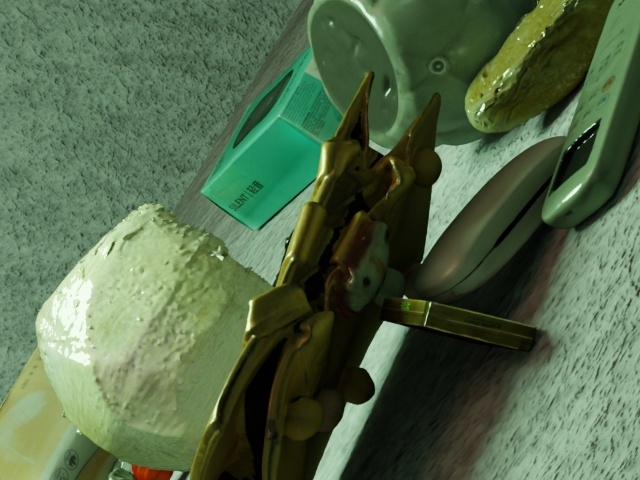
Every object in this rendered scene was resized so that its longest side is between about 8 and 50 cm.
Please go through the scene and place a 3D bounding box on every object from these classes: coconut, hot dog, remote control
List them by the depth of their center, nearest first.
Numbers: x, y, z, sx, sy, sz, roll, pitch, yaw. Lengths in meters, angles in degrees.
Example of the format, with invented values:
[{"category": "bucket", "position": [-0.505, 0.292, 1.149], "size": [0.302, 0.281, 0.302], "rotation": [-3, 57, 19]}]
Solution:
[{"category": "remote control", "position": [0.252, -0.129, 1.518], "size": [0.090, 0.038, 0.309], "rotation": [-44, 17, 49]}, {"category": "hot dog", "position": [0.234, -0.195, 1.700], "size": [0.242, 0.073, 0.084], "rotation": [-52, 14, 21]}, {"category": "coconut", "position": [-0.175, 0.127, 1.985], "size": [0.254, 0.297, 0.297], "rotation": [-50, 9, -13]}]

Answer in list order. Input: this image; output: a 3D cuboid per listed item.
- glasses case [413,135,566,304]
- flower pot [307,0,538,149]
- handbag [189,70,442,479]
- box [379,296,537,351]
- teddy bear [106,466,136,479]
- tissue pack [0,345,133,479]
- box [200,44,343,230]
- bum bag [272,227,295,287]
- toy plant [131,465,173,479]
[{"category": "glasses case", "position": [0.153, -0.018, 1.520], "size": [0.204, 0.051, 0.081], "rotation": [-47, 11, -28]}, {"category": "flower pot", "position": [0.113, -0.216, 1.862], "size": [0.195, 0.246, 0.246], "rotation": [-25, -2, -24]}, {"category": "handbag", "position": [0.001, 0.076, 1.552], "size": [0.283, 0.133, 0.401], "rotation": [94, -162, -53]}, {"category": "box", "position": [0.108, 0.067, 1.425], "size": [0.133, 0.090, 0.023], "rotation": [179, 107, -76]}, {"category": "teddy bear", "position": [-0.202, 0.342, 1.682], "size": [0.367, 0.224, 0.357], "rotation": [-48, 28, 29]}, {"category": "tissue pack", "position": [-0.304, 0.294, 2.329], "size": [0.238, 0.238, 0.305], "rotation": [-44, 15, 47]}, {"category": "box", "position": [-0.046, -0.169, 2.738], "size": [0.311, 0.118, 0.205], "rotation": [-39, 18, 56]}, {"category": "bum bag", "position": [0.000, 0.000, 2.183], "size": [0.123, 0.060, 0.248], "rotation": [-62, 12, -27]}, {"category": "toy plant", "position": [-0.157, 0.208, 2.192], "size": [0.154, 0.088, 0.240], "rotation": [-15, 47, 52]}]
